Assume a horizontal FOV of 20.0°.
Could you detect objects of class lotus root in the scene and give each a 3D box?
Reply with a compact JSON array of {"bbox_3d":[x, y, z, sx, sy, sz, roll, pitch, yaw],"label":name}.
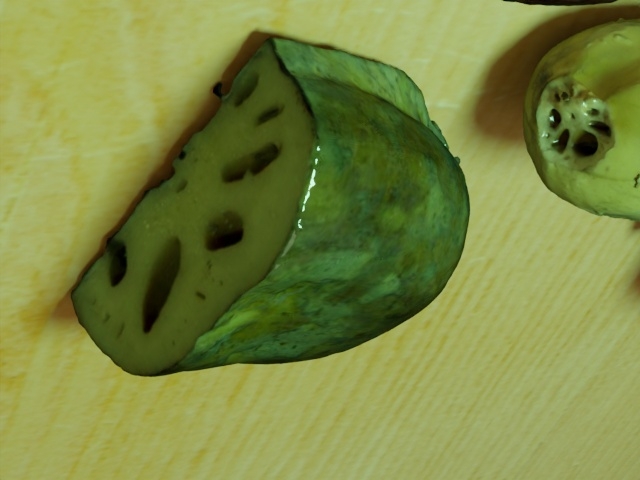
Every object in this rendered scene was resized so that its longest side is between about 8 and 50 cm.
[{"bbox_3d":[0.001,0.009,1.340,0.260,0.149,0.267,9,131,-47],"label":"lotus root"},{"bbox_3d":[0.303,-0.094,1.456,0.342,0.169,0.151,-3,132,-41],"label":"lotus root"}]

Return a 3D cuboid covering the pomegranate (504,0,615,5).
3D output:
[{"bbox_3d":[0.074,-0.258,0.985,0.340,0.285,0.285,0,144,2],"label":"pomegranate"}]
